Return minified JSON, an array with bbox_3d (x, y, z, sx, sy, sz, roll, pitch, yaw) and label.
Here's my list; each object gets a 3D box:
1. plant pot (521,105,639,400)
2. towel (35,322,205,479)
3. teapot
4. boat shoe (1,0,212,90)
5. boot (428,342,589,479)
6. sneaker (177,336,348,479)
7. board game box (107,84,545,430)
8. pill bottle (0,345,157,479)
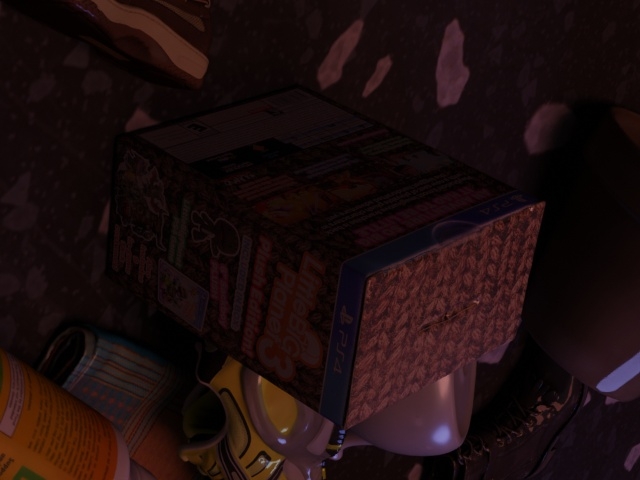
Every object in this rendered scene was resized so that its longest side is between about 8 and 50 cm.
[{"bbox_3d":[0.407,0.038,1.872,0.323,0.323,0.280,5,126,-54],"label":"plant pot"},{"bbox_3d":[-0.193,0.241,1.436,0.271,0.040,0.370,-58,146,-3],"label":"towel"},{"bbox_3d":[0.060,0.098,1.546,0.252,0.187,0.256,43,51,-74],"label":"teapot"},{"bbox_3d":[-0.165,-0.198,1.123,0.257,0.095,0.095,30,75,-62],"label":"boat shoe"},{"bbox_3d":[0.238,0.252,1.960,0.229,0.091,0.263,-15,127,-48],"label":"boot"},{"bbox_3d":[-0.065,0.192,1.447,0.147,0.145,0.385,6,136,-7],"label":"sneaker"},{"bbox_3d":[0.000,0.000,1.287,0.232,0.291,0.141,-21,130,-43],"label":"board game box"},{"bbox_3d":[-0.240,0.178,1.196,0.136,0.136,0.245,-55,132,-9],"label":"pill bottle"}]
